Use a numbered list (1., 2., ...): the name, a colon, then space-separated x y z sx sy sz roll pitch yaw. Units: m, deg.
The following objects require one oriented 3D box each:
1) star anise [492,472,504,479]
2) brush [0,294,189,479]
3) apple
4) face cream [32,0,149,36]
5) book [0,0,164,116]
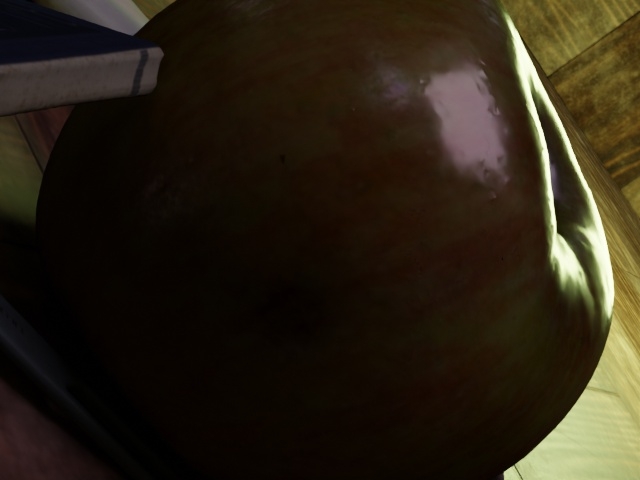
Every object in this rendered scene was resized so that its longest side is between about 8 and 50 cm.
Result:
1. star anise: 0.055 0.101 0.946 0.204 0.061 0.180 56 4 -14
2. brush: -0.136 0.035 0.635 0.266 0.027 0.062 50 17 -28
3. apple: 0.000 0.000 0.726 0.264 0.264 0.264 48 18 -21
4. face cream: -0.111 -0.105 0.923 0.243 0.058 0.092 51 20 10
5. book: -0.185 -0.079 0.528 0.191 0.025 0.269 19 13 11
